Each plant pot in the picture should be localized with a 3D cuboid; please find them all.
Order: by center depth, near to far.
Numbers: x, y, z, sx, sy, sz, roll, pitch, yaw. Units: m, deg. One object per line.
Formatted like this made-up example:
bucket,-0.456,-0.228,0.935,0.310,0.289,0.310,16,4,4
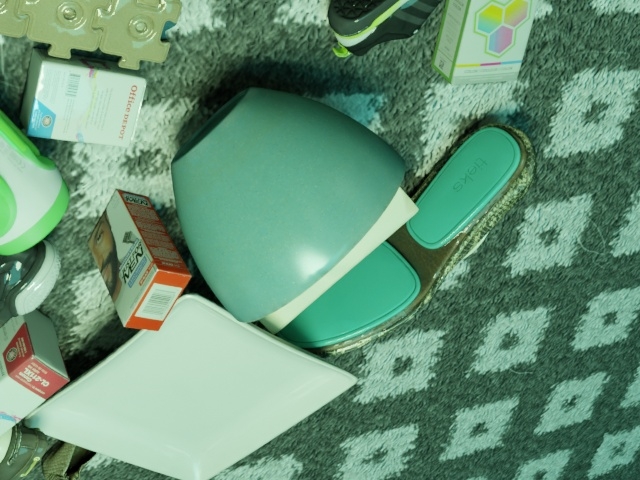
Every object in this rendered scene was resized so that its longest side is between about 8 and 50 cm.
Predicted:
plant pot,-0.069,-0.071,1.128,0.290,0.290,0.195,-43,105,7

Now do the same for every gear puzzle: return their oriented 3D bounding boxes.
gear puzzle,-0.301,-0.285,0.949,0.338,0.044,0.175,5,125,-31

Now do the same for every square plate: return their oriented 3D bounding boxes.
square plate,-0.181,0.216,1.311,0.344,0.049,0.347,-36,134,23

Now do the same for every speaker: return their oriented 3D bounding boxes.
speaker,-0.394,-0.117,0.948,0.131,0.131,0.296,-36,128,0

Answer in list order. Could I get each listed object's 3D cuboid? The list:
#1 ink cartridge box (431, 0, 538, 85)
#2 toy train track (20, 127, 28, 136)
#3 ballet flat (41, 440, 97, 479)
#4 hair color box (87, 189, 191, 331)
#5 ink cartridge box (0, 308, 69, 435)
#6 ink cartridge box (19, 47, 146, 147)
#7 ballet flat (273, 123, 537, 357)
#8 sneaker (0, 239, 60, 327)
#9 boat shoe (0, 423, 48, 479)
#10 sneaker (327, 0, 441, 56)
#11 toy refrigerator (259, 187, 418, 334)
ink cartridge box,0.227,-0.315,1.221,0.109,0.062,0.209,-9,129,-24
toy train track,-0.345,-0.128,1.069,0.083,0.014,0.048,-32,129,-12
ballet flat,-0.336,0.284,1.384,0.250,0.058,0.084,-49,135,13
hair color box,-0.231,0.023,1.152,0.053,0.167,0.093,15,117,-39
ink cartridge box,-0.426,0.179,1.193,0.175,0.127,0.072,-39,135,3
ink cartridge box,-0.271,-0.162,1.051,0.122,0.052,0.089,5,116,-32
ballet flat,0.148,0.026,1.406,0.483,0.164,0.182,-43,151,4
sneaker,-0.453,0.075,1.114,0.268,0.101,0.153,-45,131,10
boat shoe,-0.444,0.313,1.278,0.068,0.081,0.227,17,145,-26
sneaker,0.111,-0.312,1.156,0.234,0.084,0.097,-29,150,0
toy refrigerator,0.000,0.000,1.303,0.269,0.102,0.094,-41,107,6
